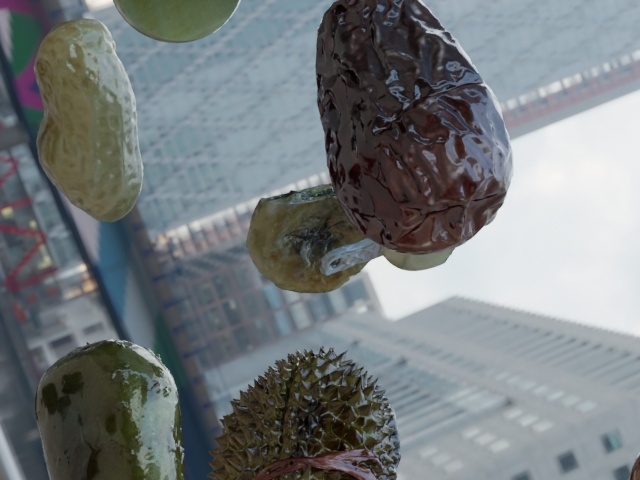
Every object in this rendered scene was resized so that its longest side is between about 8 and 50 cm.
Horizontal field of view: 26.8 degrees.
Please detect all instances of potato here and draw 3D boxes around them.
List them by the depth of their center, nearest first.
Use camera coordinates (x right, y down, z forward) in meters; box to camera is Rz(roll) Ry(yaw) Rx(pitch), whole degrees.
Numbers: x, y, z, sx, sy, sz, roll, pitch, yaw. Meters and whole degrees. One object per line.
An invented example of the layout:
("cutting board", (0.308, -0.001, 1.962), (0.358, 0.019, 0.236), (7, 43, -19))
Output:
("potato", (-0.272, 0.275, 1.785), (0.173, 0.210, 0.307), (13, 62, -57))

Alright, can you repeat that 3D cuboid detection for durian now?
("durian", (-0.027, 0.382, 2.307), (0.347, 0.348, 0.384), (83, 24, -48))

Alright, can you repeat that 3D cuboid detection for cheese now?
("cheese", (0.122, -0.018, 1.840), (0.070, 0.249, 0.163), (60, -43, 26))

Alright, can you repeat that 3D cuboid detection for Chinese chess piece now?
("Chinese chess piece", (-0.148, -0.276, 1.386), (0.058, 0.144, 0.144), (-122, -165, -60))

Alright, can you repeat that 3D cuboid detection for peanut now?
("peanut", (-0.337, -0.169, 1.934), (0.152, 0.152, 0.313), (-128, -149, -49))

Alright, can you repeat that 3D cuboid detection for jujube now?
("jujube", (0.095, -0.144, 1.565), (0.216, 0.216, 0.342), (91, -17, -58))

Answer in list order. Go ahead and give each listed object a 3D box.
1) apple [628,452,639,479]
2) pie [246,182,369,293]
("apple", (0.375, 0.251, 1.337), (0.146, 0.147, 0.146), (158, -90, -76))
("pie", (-0.001, -0.002, 1.965), (0.052, 0.218, 0.185), (-122, -154, -49))
